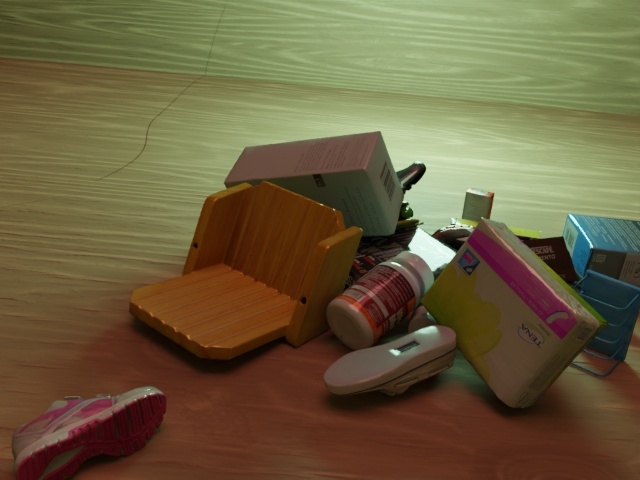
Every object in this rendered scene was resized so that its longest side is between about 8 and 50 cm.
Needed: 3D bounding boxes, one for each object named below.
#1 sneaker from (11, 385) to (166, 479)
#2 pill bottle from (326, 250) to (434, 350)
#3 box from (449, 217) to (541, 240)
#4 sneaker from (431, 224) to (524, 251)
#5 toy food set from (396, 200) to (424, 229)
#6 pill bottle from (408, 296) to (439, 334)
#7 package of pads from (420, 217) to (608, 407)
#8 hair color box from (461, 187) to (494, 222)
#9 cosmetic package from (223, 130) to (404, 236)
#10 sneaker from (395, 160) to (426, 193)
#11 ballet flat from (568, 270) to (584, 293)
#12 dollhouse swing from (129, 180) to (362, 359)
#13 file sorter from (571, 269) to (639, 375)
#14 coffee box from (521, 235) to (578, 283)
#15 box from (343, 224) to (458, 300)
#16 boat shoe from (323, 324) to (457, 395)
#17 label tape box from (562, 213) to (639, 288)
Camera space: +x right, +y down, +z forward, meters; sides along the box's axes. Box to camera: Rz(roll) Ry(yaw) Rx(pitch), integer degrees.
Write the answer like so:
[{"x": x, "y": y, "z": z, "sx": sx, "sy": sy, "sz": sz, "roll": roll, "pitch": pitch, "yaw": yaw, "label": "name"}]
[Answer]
[{"x": -0.360, "y": 0.280, "z": 1.122, "sx": 0.252, "sy": 0.102, "sz": 0.111, "roll": -16, "pitch": 34, "yaw": -39, "label": "sneaker"}, {"x": 0.126, "y": 0.119, "z": 1.483, "sx": 0.121, "sy": 0.121, "sz": 0.221, "roll": 26, "pitch": 49, "yaw": 38, "label": "pill bottle"}, {"x": 0.452, "y": 0.002, "z": 1.904, "sx": 0.233, "sy": 0.087, "sz": 0.058, "roll": 9, "pitch": 25, "yaw": 10, "label": "box"}, {"x": 0.402, "y": 0.033, "z": 1.811, "sx": 0.276, "sy": 0.097, "sz": 0.135, "roll": 15, "pitch": 24, "yaw": 18, "label": "sneaker"}, {"x": 0.188, "y": -0.065, "z": 1.894, "sx": 0.128, "sy": 0.071, "sz": 0.218, "roll": -14, "pitch": -4, "yaw": 17, "label": "toy food set"}, {"x": 0.235, "y": 0.160, "z": 1.527, "sx": 0.078, "sy": 0.078, "sz": 0.137, "roll": 14, "pitch": 26, "yaw": 18, "label": "pill bottle"}, {"x": 0.345, "y": 0.136, "z": 1.357, "sx": 0.101, "sy": 0.229, "sz": 0.296, "roll": 10, "pitch": 32, "yaw": -43, "label": "package of pads"}, {"x": 0.425, "y": -0.067, "z": 1.980, "sx": 0.072, "sy": 0.141, "sz": 0.043, "roll": 16, "pitch": 26, "yaw": 21, "label": "hair color box"}, {"x": -0.014, "y": -0.126, "z": 1.783, "sx": 0.385, "sy": 0.217, "sz": 0.156, "roll": -5, "pitch": 42, "yaw": 27, "label": "cosmetic package"}, {"x": 0.126, "y": -0.156, "z": 1.897, "sx": 0.162, "sy": 0.281, "sz": 0.106, "roll": 55, "pitch": 14, "yaw": 8, "label": "sneaker"}, {"x": 0.616, "y": 0.132, "z": 1.691, "sx": 0.074, "sy": 0.074, "sz": 0.203, "roll": -9, "pitch": 34, "yaw": -28, "label": "ballet flat"}, {"x": -0.171, "y": 0.041, "z": 1.483, "sx": 0.347, "sy": 0.315, "sz": 0.305, "roll": 24, "pitch": 11, "yaw": 35, "label": "dollhouse swing"}, {"x": 0.559, "y": 0.169, "z": 1.465, "sx": 0.118, "sy": 0.170, "sz": 0.105, "roll": 23, "pitch": 33, "yaw": 34, "label": "file sorter"}, {"x": 0.405, "y": 0.080, "z": 1.546, "sx": 0.141, "sy": 0.098, "sz": 0.246, "roll": -6, "pitch": -17, "yaw": -22, "label": "coffee box"}, {"x": 0.179, "y": 0.062, "z": 1.732, "sx": 0.308, "sy": 0.076, "sz": 0.242, "roll": -11, "pitch": 29, "yaw": -31, "label": "box"}, {"x": 0.133, "y": 0.238, "z": 1.331, "sx": 0.268, "sy": 0.088, "sz": 0.096, "roll": -20, "pitch": 28, "yaw": -25, "label": "boat shoe"}, {"x": 0.828, "y": 0.033, "z": 1.886, "sx": 0.334, "sy": 0.105, "sz": 0.240, "roll": 6, "pitch": 24, "yaw": 2, "label": "label tape box"}]
